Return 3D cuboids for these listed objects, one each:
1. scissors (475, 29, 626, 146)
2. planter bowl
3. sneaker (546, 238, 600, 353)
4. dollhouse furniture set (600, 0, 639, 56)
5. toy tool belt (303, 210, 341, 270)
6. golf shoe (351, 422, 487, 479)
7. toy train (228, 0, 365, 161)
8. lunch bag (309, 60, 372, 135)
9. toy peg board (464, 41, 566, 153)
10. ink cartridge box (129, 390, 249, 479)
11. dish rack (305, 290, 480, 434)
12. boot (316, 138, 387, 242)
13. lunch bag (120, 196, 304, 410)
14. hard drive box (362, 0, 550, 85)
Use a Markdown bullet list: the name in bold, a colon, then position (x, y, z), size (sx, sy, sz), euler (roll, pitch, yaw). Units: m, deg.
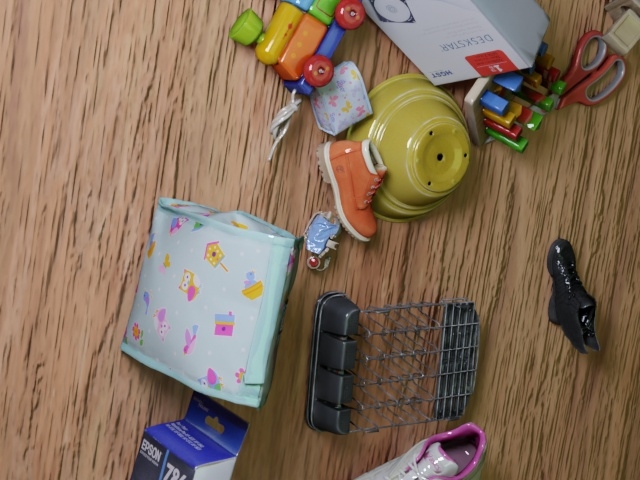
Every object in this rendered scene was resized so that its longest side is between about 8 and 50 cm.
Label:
- **scissors**: position (0.359, -0.204, 2.188), size (0.297, 0.021, 0.109), euler (-44, 121, -17)
- **planter bowl**: position (0.147, -0.124, 2.030), size (0.217, 0.090, 0.217), euler (-8, 106, -30)
- **sneaker**: position (0.400, 0.086, 2.243), size (0.051, 0.089, 0.170), euler (-9, 107, -31)
- **dollhouse furniture set**: position (0.442, -0.393, 2.176), size (0.161, 0.101, 0.182), euler (43, 77, -7)
- **toy tool belt**: position (0.000, 0.000, 1.985), size (0.052, 0.051, 0.083), euler (20, 89, 3)
- **golf shoe**: position (0.121, 0.356, 2.091), size (0.306, 0.115, 0.140), euler (-28, 157, -30)
- **toy train**: position (-0.061, -0.245, 1.868), size (0.143, 0.105, 0.248), euler (31, 84, -24)
- **lunch bag**: position (0.024, -0.198, 1.956), size (0.071, 0.053, 0.083), euler (-33, 127, -20)
- **toy peg board**: position (0.288, -0.216, 2.054), size (0.161, 0.079, 0.160), euler (-56, 161, -11)
- **ink cartridge box**: position (-0.201, 0.367, 1.880), size (0.065, 0.165, 0.333), euler (16, 92, -33)
- **dish rack**: position (0.114, 0.177, 2.096), size (0.271, 0.074, 0.208), euler (-3, 104, -34)
- **boot**: position (0.059, -0.069, 1.982), size (0.059, 0.084, 0.158), euler (-66, 140, -55)
- **lunch bag**: position (-0.120, 0.076, 1.803), size (0.160, 0.262, 0.223), euler (11, 95, -34)
- **hard drive box**: position (0.167, -0.325, 1.931), size (0.232, 0.181, 0.089), euler (41, 60, -32)
